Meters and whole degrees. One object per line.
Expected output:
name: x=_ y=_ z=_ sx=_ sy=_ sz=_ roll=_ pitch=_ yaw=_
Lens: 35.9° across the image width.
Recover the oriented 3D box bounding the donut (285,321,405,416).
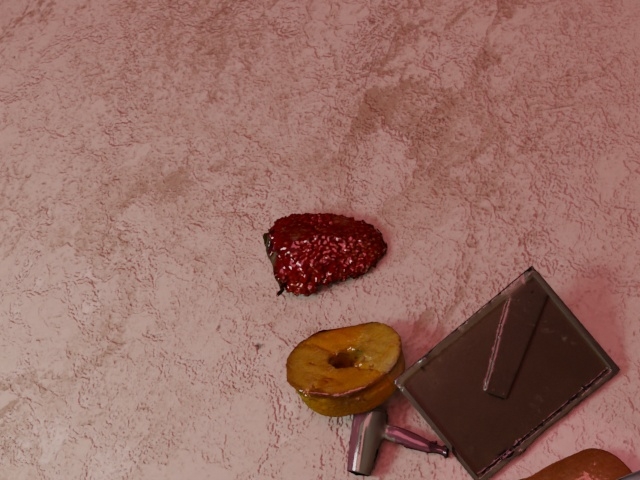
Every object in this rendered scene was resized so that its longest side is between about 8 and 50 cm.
donut: x=0.044 y=0.206 z=1.554 sx=0.190 sy=0.075 sz=0.174 roll=-20 pitch=28 yaw=-1

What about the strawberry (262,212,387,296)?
strawberry: x=-0.003 y=-0.002 z=1.695 sx=0.208 sy=0.087 sz=0.167 roll=-24 pitch=57 yaw=4

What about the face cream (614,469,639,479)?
face cream: x=0.452 y=0.470 z=1.271 sx=0.163 sy=0.080 sz=0.337 roll=-36 pitch=68 yaw=32

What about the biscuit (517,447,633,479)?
biscuit: x=0.372 y=0.397 z=1.393 sx=0.192 sy=0.036 sz=0.186 roll=-27 pitch=60 yaw=5

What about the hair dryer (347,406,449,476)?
hair dryer: x=0.120 y=0.313 z=1.517 sx=0.154 sy=0.054 sz=0.106 roll=3 pitch=69 yaw=15

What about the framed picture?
framed picture: x=0.279 y=0.202 z=1.484 sx=0.281 sy=0.019 sz=0.209 roll=-38 pitch=84 yaw=-4
